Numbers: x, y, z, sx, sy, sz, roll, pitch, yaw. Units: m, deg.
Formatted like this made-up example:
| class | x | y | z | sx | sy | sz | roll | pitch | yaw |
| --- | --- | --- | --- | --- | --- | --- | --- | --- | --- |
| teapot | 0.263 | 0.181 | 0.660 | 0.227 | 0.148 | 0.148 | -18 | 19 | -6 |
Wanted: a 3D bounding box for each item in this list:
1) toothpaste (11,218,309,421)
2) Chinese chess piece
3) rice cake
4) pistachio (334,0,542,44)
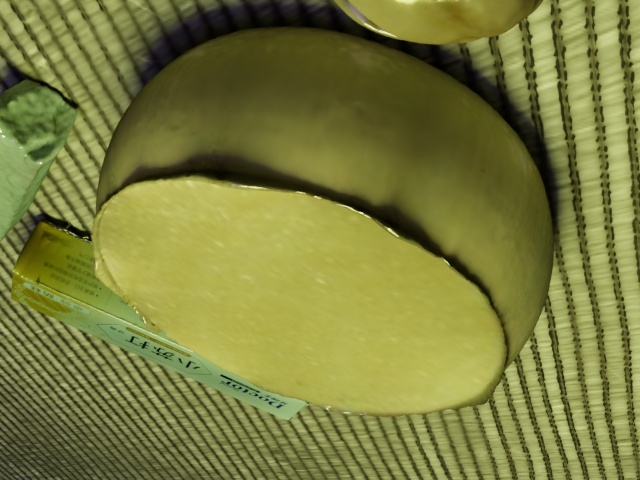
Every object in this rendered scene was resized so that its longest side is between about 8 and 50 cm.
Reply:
| class | x | y | z | sx | sy | sz | roll | pitch | yaw |
| --- | --- | --- | --- | --- | --- | --- | --- | --- | --- |
| toothpaste | -0.149 | 0.082 | 1.086 | 0.313 | 0.071 | 0.089 | 25 | 152 | -6 |
| Chinese chess piece | 0.000 | 0.000 | 0.803 | 0.338 | 0.140 | 0.338 | 15 | 150 | 9 |
| rice cake | -0.264 | -0.065 | 0.930 | 0.063 | 0.069 | 0.206 | 32 | 144 | -13 |
| pistachio | 0.050 | -0.160 | 0.566 | 0.149 | 0.113 | 0.113 | 41 | 144 | -18 |
